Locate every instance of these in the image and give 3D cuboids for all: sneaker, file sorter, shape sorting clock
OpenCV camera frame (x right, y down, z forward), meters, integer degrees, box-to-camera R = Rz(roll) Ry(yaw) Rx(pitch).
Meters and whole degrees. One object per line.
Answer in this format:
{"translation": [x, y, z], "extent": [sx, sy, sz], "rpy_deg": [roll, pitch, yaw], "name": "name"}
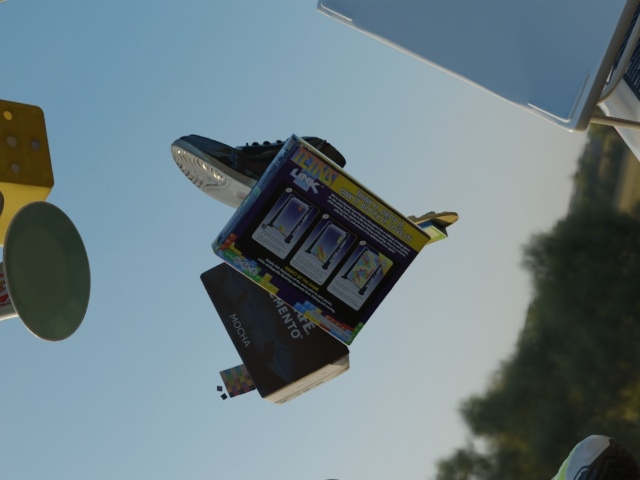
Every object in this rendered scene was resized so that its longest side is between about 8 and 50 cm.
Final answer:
{"translation": [0.284, 0.358, 1.492], "extent": [0.145, 0.147, 0.385], "rpy_deg": [-34, -35, -30], "name": "sneaker"}
{"translation": [0.173, -0.222, 0.988], "extent": [0.173, 0.277, 0.193], "rpy_deg": [1, -65, -48], "name": "file sorter"}
{"translation": [-0.083, -0.104, 1.632], "extent": [0.118, 0.222, 0.083], "rpy_deg": [-58, -12, -29], "name": "sneaker"}
{"translation": [0.119, -0.008, 1.936], "extent": [0.206, 0.206, 0.040], "rpy_deg": [47, -155, -75], "name": "shape sorting clock"}

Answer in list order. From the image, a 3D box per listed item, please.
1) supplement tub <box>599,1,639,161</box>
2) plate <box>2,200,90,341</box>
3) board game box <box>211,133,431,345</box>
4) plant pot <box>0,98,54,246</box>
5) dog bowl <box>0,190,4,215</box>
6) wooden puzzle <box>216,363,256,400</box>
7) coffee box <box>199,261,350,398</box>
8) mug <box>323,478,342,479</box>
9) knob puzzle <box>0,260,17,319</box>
{"translation": [0.350, -0.203, 1.220], "extent": [0.316, 0.193, 0.193], "rpy_deg": [-108, 15, -49], "name": "supplement tub"}
{"translation": [-0.367, 0.041, 1.618], "extent": [0.188, 0.024, 0.188], "rpy_deg": [-8, -90, -67], "name": "plate"}
{"translation": [0.000, 0.000, 1.218], "extent": [0.141, 0.170, 0.048], "rpy_deg": [-53, 16, 4], "name": "board game box"}
{"translation": [-0.545, -0.124, 1.958], "extent": [0.212, 0.187, 0.212], "rpy_deg": [7, -114, -49], "name": "plant pot"}
{"translation": [-0.551, -0.087, 1.439], "extent": [0.102, 0.348, 0.349], "rpy_deg": [79, -155, -79], "name": "dog bowl"}
{"translation": [-0.140, 0.236, 2.062], "extent": [0.049, 0.083, 0.006], "rpy_deg": [68, -162, -7], "name": "wooden puzzle"}
{"translation": [-0.049, 0.108, 1.551], "extent": [0.168, 0.119, 0.297], "rpy_deg": [63, 178, 8], "name": "coffee box"}
{"translation": [0.016, 0.292, 1.283], "extent": [0.062, 0.078, 0.064], "rpy_deg": [65, -152, -16], "name": "mug"}
{"translation": [-0.435, 0.067, 1.731], "extent": [0.030, 0.213, 0.213], "rpy_deg": [63, -149, -25], "name": "knob puzzle"}
